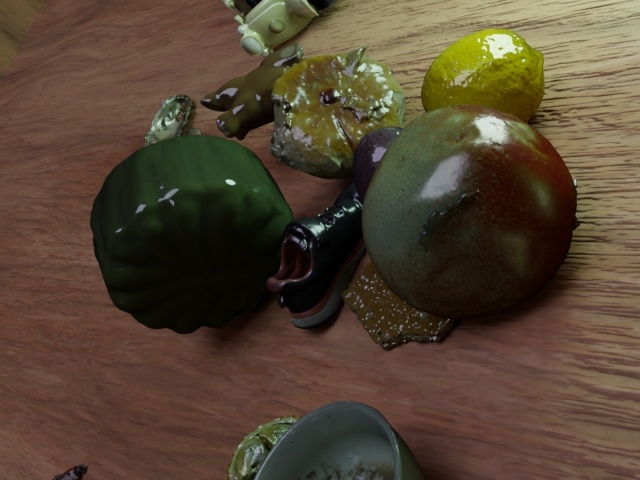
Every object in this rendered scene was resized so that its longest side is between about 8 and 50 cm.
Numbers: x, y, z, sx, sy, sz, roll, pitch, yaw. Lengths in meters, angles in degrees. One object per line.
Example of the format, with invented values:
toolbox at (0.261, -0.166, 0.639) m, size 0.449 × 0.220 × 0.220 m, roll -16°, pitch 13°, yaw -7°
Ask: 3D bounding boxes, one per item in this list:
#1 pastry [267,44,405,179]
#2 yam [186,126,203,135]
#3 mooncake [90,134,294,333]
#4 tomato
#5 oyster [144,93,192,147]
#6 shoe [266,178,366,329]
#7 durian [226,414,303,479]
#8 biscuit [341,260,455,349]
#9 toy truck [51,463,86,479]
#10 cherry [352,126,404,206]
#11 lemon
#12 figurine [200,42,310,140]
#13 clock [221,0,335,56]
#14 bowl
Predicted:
pastry at (0.031, -0.226, 1.831) m, size 0.236 × 0.121 × 0.257 m, roll 1°, pitch 60°, yaw 5°
yam at (-0.300, -0.141, 2.299) m, size 0.046 × 0.046 × 0.264 m, roll -19°, pitch 49°, yaw 40°
mooncake at (-0.218, 0.000, 1.824) m, size 0.356 × 0.356 × 0.194 m, roll -41°, pitch 42°, yaw 20°
tomato at (0.201, -0.049, 1.459) m, size 0.303 × 0.239 × 0.303 m, roll -29°, pitch 48°, yaw 37°
oyster at (-0.352, -0.277, 2.465) m, size 0.105 × 0.056 × 0.177 m, roll -12°, pitch 53°, yaw 30°
shoe at (0.000, 0.000, 1.751) m, size 0.114 × 0.137 × 0.291 m, roll 9°, pitch 67°, yaw 52°
durian at (-0.040, 0.333, 1.577) m, size 0.208 × 0.102 × 0.146 m, roll -22°, pitch 45°, yaw 6°
biscuit at (0.122, 0.102, 1.623) m, size 0.131 × 0.026 × 0.237 m, roll -51°, pitch 36°, yaw 9°
toy truck at (-0.496, 0.464, 2.058) m, size 0.083 × 0.024 × 0.032 m, roll -30°, pitch 13°, yaw 36°
cherry at (0.124, -0.102, 1.670) m, size 0.140 × 0.176 × 0.176 m, roll 11°, pitch 68°, yaw 26°
lemon at (0.252, -0.233, 1.616) m, size 0.193 × 0.180 × 0.180 m, roll -10°, pitch 54°, yaw 26°
figurine at (-0.073, -0.255, 2.015) m, size 0.247 × 0.173 × 0.177 m, roll -36°, pitch 40°, yaw 1°
clock at (-0.092, -0.553, 2.339) m, size 0.276 × 0.120 × 0.379 m, roll -43°, pitch 32°, yaw 10°
bowl at (0.041, 0.374, 1.393) m, size 0.289 × 0.146 × 0.289 m, roll -32°, pitch 40°, yaw 31°
